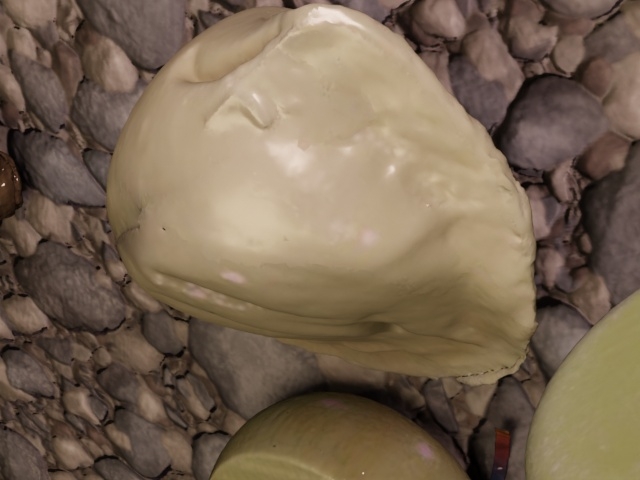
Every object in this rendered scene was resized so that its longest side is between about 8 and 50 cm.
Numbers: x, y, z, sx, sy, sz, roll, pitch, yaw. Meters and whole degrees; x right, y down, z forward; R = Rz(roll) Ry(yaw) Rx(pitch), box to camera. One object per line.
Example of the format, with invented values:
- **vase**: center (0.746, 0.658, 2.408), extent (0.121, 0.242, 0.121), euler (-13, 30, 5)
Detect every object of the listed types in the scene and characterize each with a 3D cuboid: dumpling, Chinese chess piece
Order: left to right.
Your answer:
- **dumpling**: center (0.000, 0.000, 1.069), extent (0.315, 0.233, 0.395), euler (45, 149, -6)
- **Chinese chess piece**: center (0.023, 0.242, 1.296), extent (0.250, 0.101, 0.250), euler (21, 132, 25)

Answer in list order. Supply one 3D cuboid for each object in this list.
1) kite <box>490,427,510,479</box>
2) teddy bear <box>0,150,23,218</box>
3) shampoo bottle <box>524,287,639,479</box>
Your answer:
- **kite**: center (0.188, 0.302, 1.299), extent (0.204, 0.022, 0.360), euler (24, 132, 22)
- **teddy bear**: center (-0.352, -0.087, 1.307), extent (0.177, 0.140, 0.190), euler (13, 119, 30)
- **shampoo bottle**: center (0.296, 0.177, 0.922), extent (0.322, 0.322, 0.317), euler (-15, 119, 40)
